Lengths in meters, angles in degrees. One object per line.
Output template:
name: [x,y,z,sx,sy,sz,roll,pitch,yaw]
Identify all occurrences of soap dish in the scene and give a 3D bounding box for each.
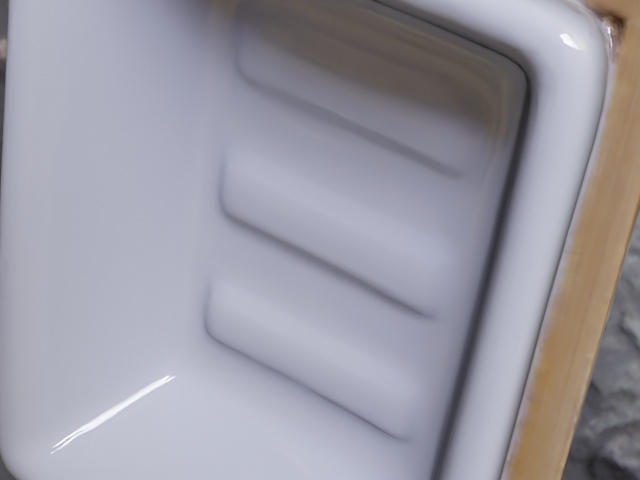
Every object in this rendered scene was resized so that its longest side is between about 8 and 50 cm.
soap dish: [0.000,0.000,0.536,0.229,0.118,0.291,26,126,25]
